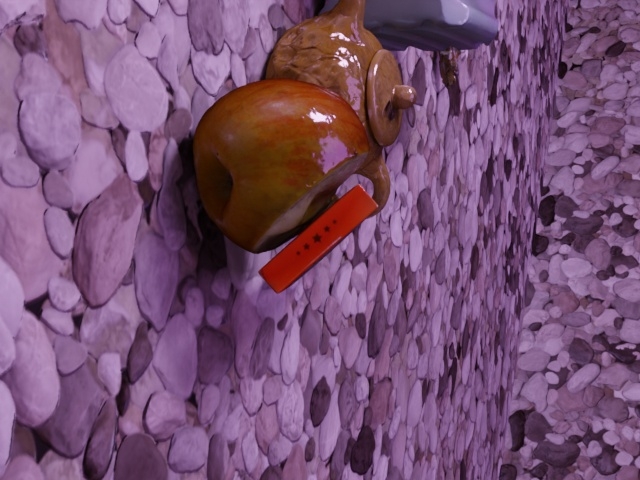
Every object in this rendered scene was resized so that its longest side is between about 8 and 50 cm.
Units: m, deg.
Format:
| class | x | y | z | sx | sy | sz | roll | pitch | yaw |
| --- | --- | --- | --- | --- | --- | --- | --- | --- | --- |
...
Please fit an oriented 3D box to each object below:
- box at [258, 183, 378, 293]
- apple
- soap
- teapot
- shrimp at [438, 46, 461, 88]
| class | x | y | z | sx | sy | sz | roll | pitch | yaw |
| --- | --- | --- | --- | --- | --- | --- | --- | --- | --- |
| box | 0.000 | 0.000 | 0.966 | 0.035 | 0.139 | 0.245 | 49 | 2 | 2 |
| apple | -0.040 | -0.082 | 0.891 | 0.173 | 0.195 | 0.160 | -15 | 72 | -30 |
| soap | 0.152 | -0.347 | 1.273 | 0.347 | 0.208 | 0.114 | -17 | 108 | -66 |
| teapot | 0.040 | -0.164 | 1.080 | 0.203 | 0.167 | 0.311 | -52 | 139 | -55 |
| shrimp | 0.224 | -0.409 | 1.653 | 0.143 | 0.052 | 0.250 | -34 | 116 | -50 |
